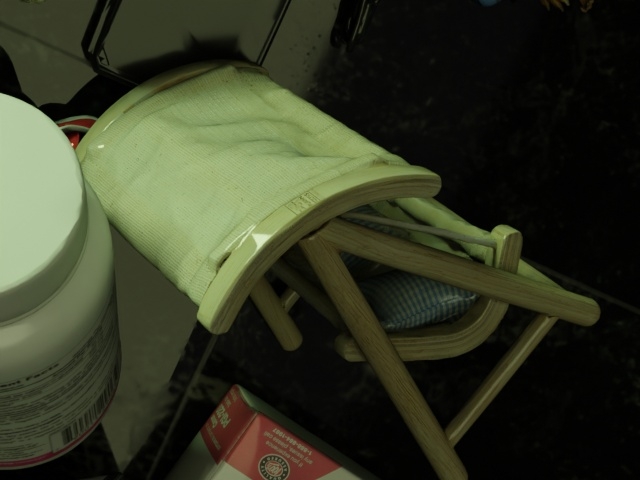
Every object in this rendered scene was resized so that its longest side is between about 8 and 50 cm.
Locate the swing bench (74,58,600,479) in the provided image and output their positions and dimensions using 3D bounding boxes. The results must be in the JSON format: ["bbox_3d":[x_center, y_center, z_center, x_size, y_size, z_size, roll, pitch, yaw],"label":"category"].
[{"bbox_3d":[0.000,0.000,1.116,0.255,0.253,0.165,38,90,-36],"label":"swing bench"}]

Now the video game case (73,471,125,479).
[{"bbox_3d":[-0.210,0.308,1.206,0.248,0.035,0.275,-12,107,21],"label":"video game case"}]

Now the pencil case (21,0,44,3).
[{"bbox_3d":[-0.134,-0.347,1.092,0.410,0.183,0.160,-51,137,0],"label":"pencil case"}]

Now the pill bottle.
[{"bbox_3d":[-0.210,0.031,1.068,0.160,0.283,0.160,2,65,-4],"label":"pill bottle"}]

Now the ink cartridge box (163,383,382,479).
[{"bbox_3d":[-0.059,0.244,1.267,0.158,0.092,0.218,36,90,-18],"label":"ink cartridge box"}]

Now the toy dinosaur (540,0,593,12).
[{"bbox_3d":[0.172,-0.235,1.253,0.211,0.064,0.112,43,71,-28],"label":"toy dinosaur"}]

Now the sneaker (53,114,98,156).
[{"bbox_3d":[-0.203,-0.058,1.179,0.118,0.067,0.042,-20,106,-10],"label":"sneaker"}]

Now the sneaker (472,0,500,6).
[{"bbox_3d":[0.064,-0.202,1.195,0.144,0.053,0.059,33,92,-9],"label":"sneaker"}]

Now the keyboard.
[{"bbox_3d":[-0.021,-0.232,1.211,0.201,0.033,0.317,23,96,-17],"label":"keyboard"}]
